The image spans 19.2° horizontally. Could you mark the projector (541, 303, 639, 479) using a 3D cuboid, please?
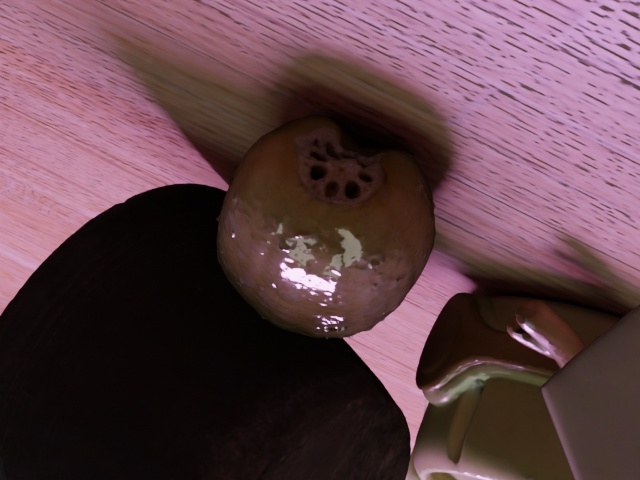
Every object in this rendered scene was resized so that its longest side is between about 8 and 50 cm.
[{"bbox_3d":[0.190,0.055,0.493,0.269,0.088,0.193,-17,97,48],"label":"projector"}]

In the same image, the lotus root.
[{"bbox_3d":[0.000,0.001,0.820,0.090,0.077,0.183,25,166,-1],"label":"lotus root"}]

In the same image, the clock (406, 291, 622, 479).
[{"bbox_3d":[0.150,0.109,0.939,0.235,0.096,0.308,22,166,14],"label":"clock"}]

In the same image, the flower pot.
[{"bbox_3d":[-0.054,0.106,0.930,0.148,0.235,0.235,30,172,32],"label":"flower pot"}]
